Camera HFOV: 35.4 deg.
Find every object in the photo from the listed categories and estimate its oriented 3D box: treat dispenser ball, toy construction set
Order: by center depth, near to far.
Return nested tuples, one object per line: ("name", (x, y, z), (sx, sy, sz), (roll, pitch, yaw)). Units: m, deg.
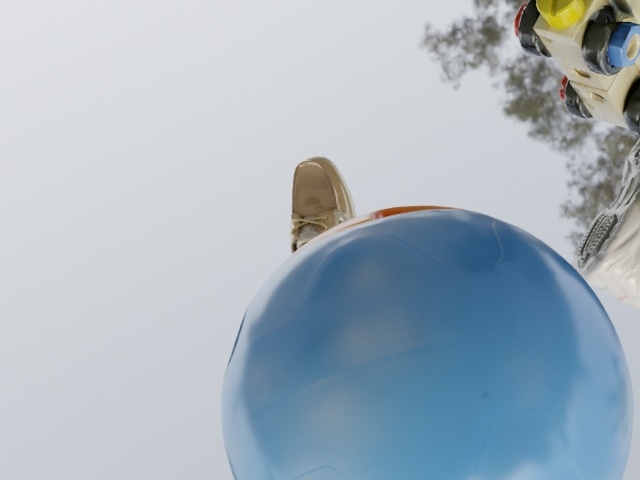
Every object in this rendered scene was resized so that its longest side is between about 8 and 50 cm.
("treat dispenser ball", (0.074, 0.117, 0.718), (0.288, 0.288, 0.288), (-13, -139, 12))
("toy construction set", (0.251, -0.203, 0.742), (0.151, 0.328, 0.215), (23, -96, 53))

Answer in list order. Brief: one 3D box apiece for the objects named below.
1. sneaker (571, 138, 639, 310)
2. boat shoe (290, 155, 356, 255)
("sneaker", (0.340, -0.032, 0.954), (0.232, 0.115, 0.090), (-56, -171, -4))
("boat shoe", (0.000, 0.000, 0.968), (0.063, 0.059, 0.170), (-12, -95, 23))
